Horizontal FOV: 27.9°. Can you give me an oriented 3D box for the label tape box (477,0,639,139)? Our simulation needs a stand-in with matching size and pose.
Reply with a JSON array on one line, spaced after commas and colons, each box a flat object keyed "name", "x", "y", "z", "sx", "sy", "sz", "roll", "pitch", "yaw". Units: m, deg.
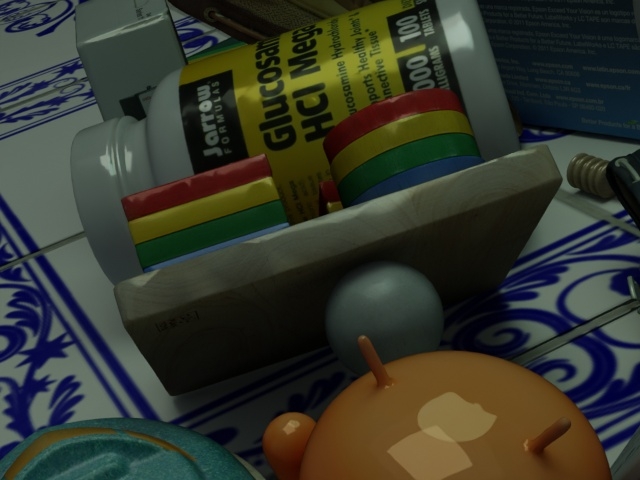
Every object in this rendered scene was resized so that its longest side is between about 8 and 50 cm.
[{"name": "label tape box", "x": 0.224, "y": -0.263, "z": 1.115, "sx": 0.106, "sy": 0.334, "sz": 0.240, "roll": -33, "pitch": 31, "yaw": -32}]

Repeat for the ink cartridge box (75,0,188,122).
[{"name": "ink cartridge box", "x": -0.151, "y": -0.117, "z": 1.176, "sx": 0.086, "sy": 0.208, "sz": 0.153, "roll": -18, "pitch": 25, "yaw": -3}]

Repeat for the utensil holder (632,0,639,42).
[{"name": "utensil holder", "x": 0.440, "y": -0.168, "z": 0.758, "sx": 0.327, "sy": 0.328, "sz": 0.385, "roll": -31, "pitch": 44, "yaw": -29}]

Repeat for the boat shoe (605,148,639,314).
[{"name": "boat shoe", "x": 0.233, "y": 0.018, "z": 0.807, "sx": 0.079, "sy": 0.095, "sz": 0.255, "roll": -18, "pitch": 41, "yaw": 14}]

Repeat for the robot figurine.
[{"name": "robot figurine", "x": 0.051, "y": 0.136, "z": 0.532, "sx": 0.128, "sy": 0.219, "sz": 0.158, "roll": -8, "pitch": 38, "yaw": -9}]

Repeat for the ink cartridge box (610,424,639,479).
[{"name": "ink cartridge box", "x": 0.236, "y": -0.004, "z": 0.548, "sx": 0.071, "sy": 0.324, "sz": 0.330, "roll": 36, "pitch": 68, "yaw": 15}]

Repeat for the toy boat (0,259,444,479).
[{"name": "toy boat", "x": -0.059, "y": 0.133, "z": 0.691, "sx": 0.318, "sy": 0.148, "sz": 0.267, "roll": -27, "pitch": 28, "yaw": -22}]

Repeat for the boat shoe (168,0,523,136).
[{"name": "boat shoe", "x": 0.022, "y": -0.162, "z": 1.138, "sx": 0.123, "sy": 0.342, "sz": 0.123, "roll": -52, "pitch": 23, "yaw": 24}]

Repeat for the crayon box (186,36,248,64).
[{"name": "crayon box", "x": -0.045, "y": -0.142, "z": 1.316, "sx": 0.165, "sy": 0.081, "sz": 0.278, "roll": -30, "pitch": 29, "yaw": -28}]

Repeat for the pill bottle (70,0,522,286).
[{"name": "pill bottle", "x": -0.016, "y": -0.069, "z": 1.017, "sx": 0.333, "sy": 0.188, "sz": 0.188, "roll": -17, "pitch": 25, "yaw": 9}]

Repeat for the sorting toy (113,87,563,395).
[{"name": "sorting toy", "x": 0.000, "y": 0.000, "z": 0.828, "sx": 0.255, "sy": 0.089, "sz": 0.257, "roll": -18, "pitch": -15, "yaw": -6}]

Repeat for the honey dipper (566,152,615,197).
[{"name": "honey dipper", "x": 0.257, "y": -0.036, "z": 0.994, "sx": 0.030, "sy": 0.030, "sz": 0.160, "roll": -29, "pitch": 30, "yaw": -25}]
